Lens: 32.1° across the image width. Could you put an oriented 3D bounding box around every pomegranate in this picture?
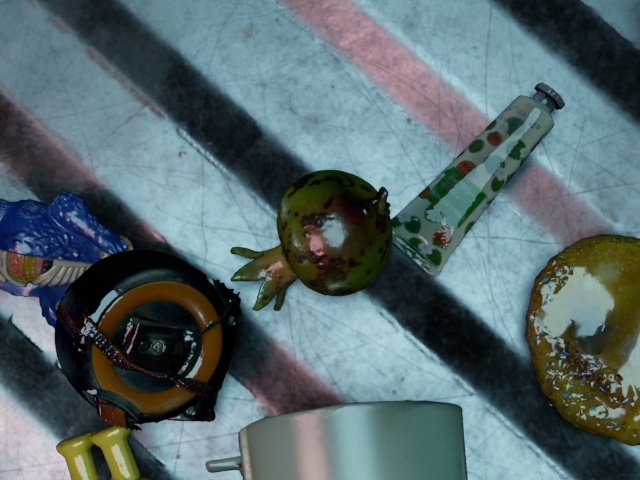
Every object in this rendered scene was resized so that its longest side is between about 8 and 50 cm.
[{"bbox_3d":[-0.011,0.003,1.357,0.220,0.156,0.156,-25,83,3],"label":"pomegranate"}]

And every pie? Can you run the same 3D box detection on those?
[{"bbox_3d":[0.376,0.121,1.368,0.274,0.069,0.273,0,82,3],"label":"pie"}]

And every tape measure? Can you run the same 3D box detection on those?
[{"bbox_3d":[-0.201,0.116,1.318,0.223,0.135,0.202,13,95,-34],"label":"tape measure"}]

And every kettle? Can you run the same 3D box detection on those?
[{"bbox_3d":[0.003,0.384,1.220,0.361,0.250,0.376,-4,73,-7],"label":"kettle"}]

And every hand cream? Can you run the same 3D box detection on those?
[{"bbox_3d":[0.201,-0.085,1.407,0.095,0.059,0.276,42,90,8],"label":"hand cream"}]

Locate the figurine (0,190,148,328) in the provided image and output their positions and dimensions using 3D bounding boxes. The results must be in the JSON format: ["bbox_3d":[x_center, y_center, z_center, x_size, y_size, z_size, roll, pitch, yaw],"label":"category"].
[{"bbox_3d":[-0.326,0.018,1.386,0.262,0.121,0.164,25,96,-14],"label":"figurine"}]

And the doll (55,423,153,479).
[{"bbox_3d":[-0.211,0.397,1.313,0.200,0.145,0.362,-21,85,25],"label":"doll"}]
